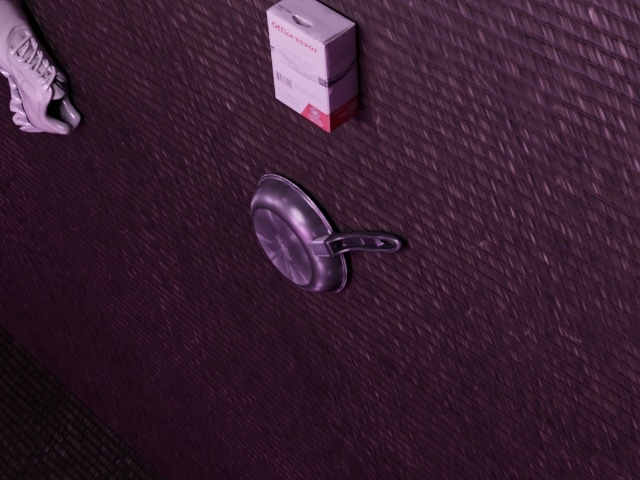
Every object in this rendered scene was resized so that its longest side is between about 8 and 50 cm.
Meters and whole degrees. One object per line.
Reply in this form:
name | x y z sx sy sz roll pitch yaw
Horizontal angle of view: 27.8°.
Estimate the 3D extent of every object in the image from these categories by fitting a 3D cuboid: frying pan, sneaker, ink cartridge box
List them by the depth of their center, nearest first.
ink cartridge box | -0.007 -0.211 1.518 0.099 0.056 0.135 37 149 31
frying pan | 0.004 0.022 1.794 0.326 0.053 0.197 32 147 43
sneaker | -0.489 -0.295 2.176 0.118 0.110 0.292 23 149 35
